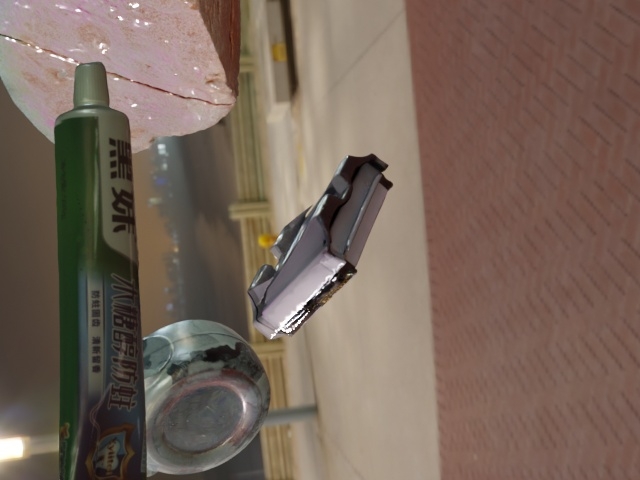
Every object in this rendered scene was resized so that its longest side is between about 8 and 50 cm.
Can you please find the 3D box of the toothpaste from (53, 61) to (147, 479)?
[{"bbox_3d":[-0.183,0.042,0.724,0.098,0.061,0.393,8,-104,-59],"label":"toothpaste"}]

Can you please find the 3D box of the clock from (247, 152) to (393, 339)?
[{"bbox_3d":[0.000,0.000,1.185,0.186,0.083,0.253,-46,11,37],"label":"clock"}]

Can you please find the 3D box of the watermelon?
[{"bbox_3d":[-0.213,-0.275,0.964,0.319,0.292,0.222,55,-144,-49],"label":"watermelon"}]

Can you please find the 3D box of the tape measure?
[{"bbox_3d":[-0.224,0.259,1.460,0.147,0.274,0.256,47,134,49],"label":"tape measure"}]
